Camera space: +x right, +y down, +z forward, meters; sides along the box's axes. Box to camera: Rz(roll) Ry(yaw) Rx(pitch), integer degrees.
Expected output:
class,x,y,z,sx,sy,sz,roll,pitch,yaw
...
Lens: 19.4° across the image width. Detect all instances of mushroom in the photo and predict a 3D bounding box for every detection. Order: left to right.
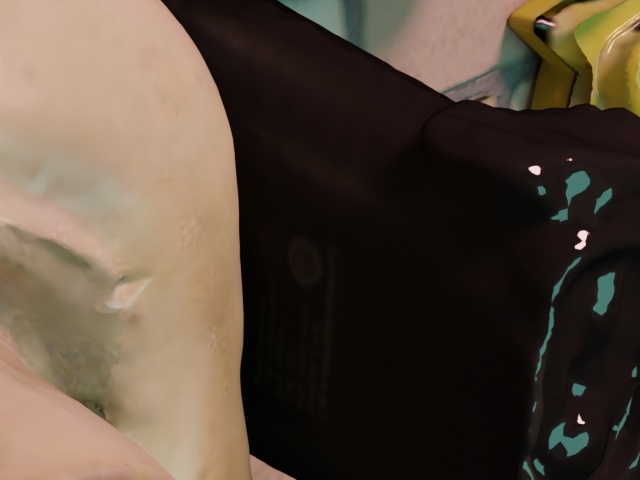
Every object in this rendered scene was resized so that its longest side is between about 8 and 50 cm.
class,x,y,z,sx,sy,sz,roll,pitch,yaw
mushroom,-0.150,0.054,0.624,0.353,0.353,0.325,-65,155,0

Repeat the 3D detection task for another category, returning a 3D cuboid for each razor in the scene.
class,x,y,z,sx,sy,sz,roll,pitch,yaw
razor,-0.002,0.001,0.743,0.107,0.327,0.189,-13,116,-35

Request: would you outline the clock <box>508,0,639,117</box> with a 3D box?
class,x,y,z,sx,sy,sz,roll,pitch,yaw
clock,0.235,-0.078,1.155,0.277,0.071,0.293,-30,118,-24
